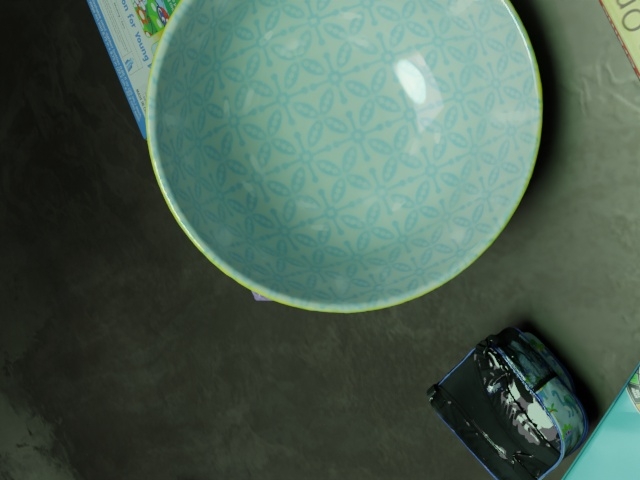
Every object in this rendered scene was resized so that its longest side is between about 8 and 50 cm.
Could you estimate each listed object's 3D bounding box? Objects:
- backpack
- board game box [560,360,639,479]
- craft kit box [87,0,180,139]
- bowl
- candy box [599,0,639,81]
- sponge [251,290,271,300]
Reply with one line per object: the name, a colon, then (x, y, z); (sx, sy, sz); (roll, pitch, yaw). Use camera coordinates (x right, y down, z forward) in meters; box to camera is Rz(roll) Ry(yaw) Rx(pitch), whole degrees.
backpack: (0.167, 0.140, 0.770); (0.114, 0.084, 0.105); (52, 134, 17)
board game box: (0.331, 0.126, 0.577); (0.253, 0.079, 0.336); (36, 115, 24)
craft kit box: (-0.133, -0.253, 0.884); (0.246, 0.061, 0.250); (-16, 97, 47)
bowl: (0.014, -0.095, 0.729); (0.156, 0.289, 0.290); (-136, 25, -84)
candy box: (0.306, -0.144, 0.431); (0.317, 0.122, 0.268); (-28, 87, 26)
sponge: (0.000, 0.000, 0.893); (0.210, 0.031, 0.117); (-4, 106, 41)
